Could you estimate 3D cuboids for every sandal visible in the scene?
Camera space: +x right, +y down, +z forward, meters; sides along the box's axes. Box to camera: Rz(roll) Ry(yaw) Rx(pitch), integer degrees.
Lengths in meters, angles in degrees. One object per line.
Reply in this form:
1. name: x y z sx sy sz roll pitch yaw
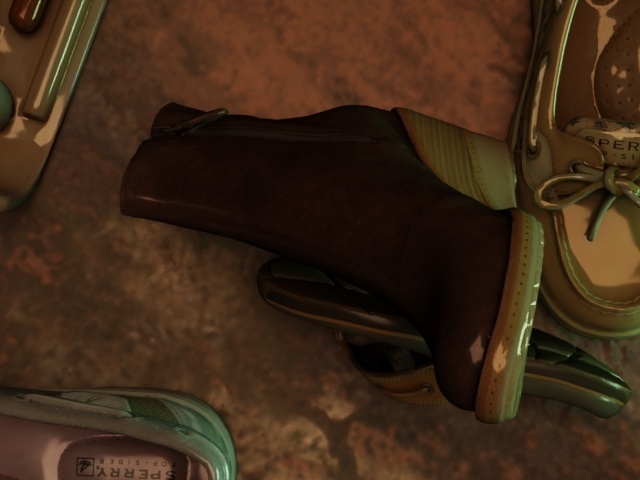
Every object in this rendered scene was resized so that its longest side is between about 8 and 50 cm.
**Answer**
1. sandal: 0.065 0.065 0.630 0.219 0.090 0.060 19 104 -7

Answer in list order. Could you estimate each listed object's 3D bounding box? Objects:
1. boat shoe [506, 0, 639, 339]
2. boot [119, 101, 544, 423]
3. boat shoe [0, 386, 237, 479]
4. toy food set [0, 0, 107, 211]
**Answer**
1. boat shoe: 0.165 -0.086 0.640 0.105 0.089 0.285 0 83 -3
2. boot: 0.000 0.000 0.564 0.207 0.248 0.090 5 119 1
3. boat shoe: -0.205 0.126 0.585 0.320 0.103 0.118 0 82 -3
4. toy food set: -0.228 -0.191 0.634 0.220 0.092 0.306 19 81 -1
